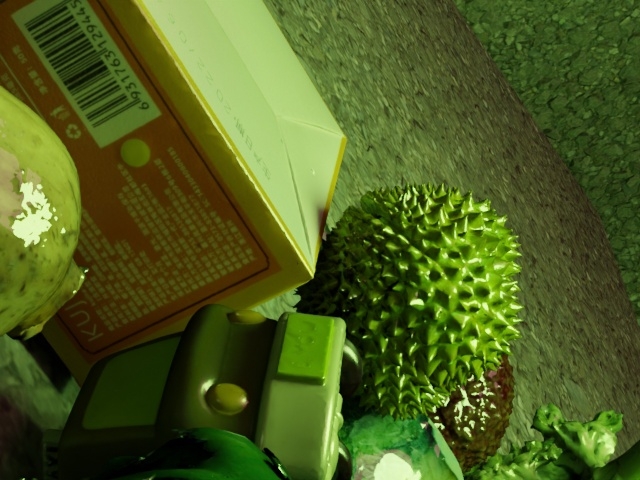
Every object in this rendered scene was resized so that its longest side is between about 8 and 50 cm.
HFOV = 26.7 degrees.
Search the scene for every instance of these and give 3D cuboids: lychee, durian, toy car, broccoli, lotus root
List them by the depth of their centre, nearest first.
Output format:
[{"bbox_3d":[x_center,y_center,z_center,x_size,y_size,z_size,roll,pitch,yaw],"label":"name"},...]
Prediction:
[{"bbox_3d":[-0.231,-0.025,0.780,0.257,0.140,0.154,40,68,-30],"label":"lotus root"},{"bbox_3d":[-0.080,0.159,0.869,0.204,0.198,0.248,-79,175,-58],"label":"toy car"},{"bbox_3d":[0.063,0.052,0.981,0.159,0.198,0.146,-7,44,-29],"label":"durian"},{"bbox_3d":[0.271,0.300,1.351,0.274,0.397,0.353,23,68,-27],"label":"broccoli"},{"bbox_3d":[0.120,0.164,1.426,0.188,0.188,0.188,52,21,-31],"label":"lychee"}]

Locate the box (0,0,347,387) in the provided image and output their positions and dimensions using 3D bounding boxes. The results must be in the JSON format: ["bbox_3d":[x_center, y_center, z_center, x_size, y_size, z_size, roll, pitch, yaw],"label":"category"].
[{"bbox_3d":[-0.145,-0.094,0.979,0.283,0.213,0.259,59,17,-19],"label":"box"}]

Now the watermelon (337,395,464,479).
[{"bbox_3d":[-0.017,0.203,1.068,0.305,0.224,0.180,61,-26,0],"label":"watermelon"}]

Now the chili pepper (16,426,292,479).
[{"bbox_3d":[-0.101,0.228,0.649,0.233,0.248,0.257,34,43,-78],"label":"chili pepper"}]

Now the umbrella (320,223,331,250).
[{"bbox_3d":[-0.001,0.000,1.528,0.133,0.031,0.036,64,17,2],"label":"umbrella"}]
